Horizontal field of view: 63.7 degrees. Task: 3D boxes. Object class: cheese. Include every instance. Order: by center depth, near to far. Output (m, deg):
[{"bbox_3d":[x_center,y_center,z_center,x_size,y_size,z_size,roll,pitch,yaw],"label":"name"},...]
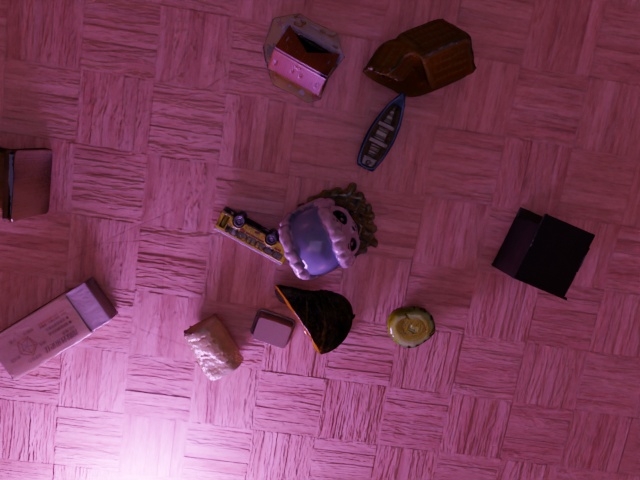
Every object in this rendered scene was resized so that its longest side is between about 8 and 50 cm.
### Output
[{"bbox_3d":[-0.314,0.315,1.512,0.123,0.094,0.167,-27,100,1],"label":"cheese"}]

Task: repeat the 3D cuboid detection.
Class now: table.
[{"bbox_3d":[0.630,0.033,1.456,0.172,0.169,0.193,22,98,-6],"label":"table"}]

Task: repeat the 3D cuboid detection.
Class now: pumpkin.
[{"bbox_3d":[0.014,0.206,1.470,0.163,0.111,0.278,-34,112,-9],"label":"pumpkin"}]

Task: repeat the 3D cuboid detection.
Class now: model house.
[{"bbox_3d":[0.259,-0.455,1.317,0.268,0.239,0.173,-23,105,3],"label":"model house"},{"bbox_3d":[-0.056,-0.492,1.351,0.219,0.136,0.207,29,100,-7],"label":"model house"}]

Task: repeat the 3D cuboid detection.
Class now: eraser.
[{"bbox_3d":[-0.774,0.252,1.493,0.343,0.078,0.144,-30,100,3],"label":"eraser"}]

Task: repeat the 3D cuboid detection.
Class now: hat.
[{"bbox_3d":[-0.092,0.161,1.520,0.087,0.058,0.042,29,56,14],"label":"hat"}]

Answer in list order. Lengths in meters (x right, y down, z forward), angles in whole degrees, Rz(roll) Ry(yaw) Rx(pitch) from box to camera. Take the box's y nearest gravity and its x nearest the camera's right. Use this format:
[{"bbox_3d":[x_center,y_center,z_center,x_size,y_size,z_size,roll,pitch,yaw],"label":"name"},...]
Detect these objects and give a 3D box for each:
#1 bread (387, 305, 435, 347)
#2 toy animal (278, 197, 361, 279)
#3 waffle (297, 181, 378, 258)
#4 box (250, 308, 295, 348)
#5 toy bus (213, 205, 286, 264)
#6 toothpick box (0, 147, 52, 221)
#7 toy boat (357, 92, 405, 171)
[{"bbox_3d":[0.267,0.252,1.533,0.139,0.071,0.130,-25,97,4],"label":"bread"},{"bbox_3d":[0.000,0.000,1.388,0.204,0.156,0.208,-19,99,13],"label":"toy animal"},{"bbox_3d":[0.059,-0.043,1.479,0.204,0.054,0.223,-19,100,1],"label":"waffle"},{"bbox_3d":[-0.141,0.265,1.525,0.122,0.062,0.089,20,99,-6],"label":"box"},{"bbox_3d":[-0.186,-0.017,1.467,0.226,0.081,0.074,29,103,-10],"label":"toy bus"},{"bbox_3d":[-0.907,-0.174,1.362,0.308,0.190,0.188,10,102,0],"label":"toothpick box"},{"bbox_3d":[0.174,-0.303,1.430,0.080,0.046,0.229,25,104,-4],"label":"toy boat"}]
